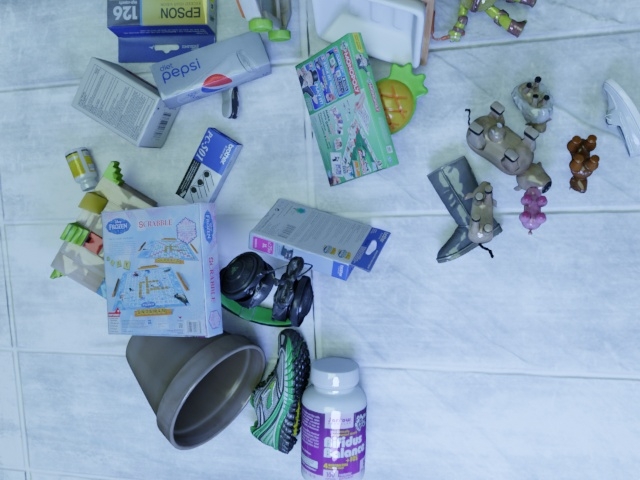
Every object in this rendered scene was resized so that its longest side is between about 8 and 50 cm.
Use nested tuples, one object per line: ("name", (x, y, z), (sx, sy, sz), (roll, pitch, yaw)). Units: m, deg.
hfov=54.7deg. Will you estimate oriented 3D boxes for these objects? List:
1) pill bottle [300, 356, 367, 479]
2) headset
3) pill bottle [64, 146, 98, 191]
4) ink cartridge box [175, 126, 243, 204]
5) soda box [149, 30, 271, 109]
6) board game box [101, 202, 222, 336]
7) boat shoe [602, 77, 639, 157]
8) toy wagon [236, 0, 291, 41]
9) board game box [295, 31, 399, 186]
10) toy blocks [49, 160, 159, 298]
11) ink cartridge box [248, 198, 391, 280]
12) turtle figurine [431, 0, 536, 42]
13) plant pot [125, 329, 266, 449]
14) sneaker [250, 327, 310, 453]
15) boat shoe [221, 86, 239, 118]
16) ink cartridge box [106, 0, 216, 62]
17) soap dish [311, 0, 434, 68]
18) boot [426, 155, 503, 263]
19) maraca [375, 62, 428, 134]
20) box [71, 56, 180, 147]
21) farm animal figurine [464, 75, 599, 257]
("pill bottle", (0.035, 0.464, 1.593), (0.169, 0.169, 0.301), (3, 98, 16))
("headset", (-0.130, 0.141, 1.506), (0.243, 0.185, 0.394), (25, 148, -14))
("pill bottle", (-0.678, -0.202, 1.767), (0.065, 0.065, 0.116), (-22, 90, 17))
("ink cartridge box", (-0.301, -0.191, 1.670), (0.097, 0.046, 0.207), (32, 104, 9))
("soda box", (-0.272, -0.429, 1.558), (0.286, 0.091, 0.098), (-19, 87, -3))
("board game box", (-0.396, 0.075, 1.531), (0.319, 0.066, 0.317), (-2, 91, 26))
("boat shoe", (0.668, -0.270, 1.377), (0.063, 0.066, 0.184), (-30, 98, 16))
("toy wagon", (-0.143, -0.612, 1.414), (0.068, 0.344, 0.267), (-2, 97, 18))
("board game box", (0.059, -0.307, 1.495), (0.213, 0.046, 0.317), (-13, 94, 51))
("toy blocks", (-0.547, 0.012, 1.714), (0.261, 0.191, 0.381), (32, 95, -3))
("ink cartridge box", (0.000, 0.000, 1.534), (0.311, 0.186, 0.065), (16, 126, 14))
("turtle figurine", (0.379, -0.565, 1.405), (0.217, 0.087, 0.269), (25, 103, 12))
("plant pot", (-0.353, 0.333, 1.641), (0.280, 0.323, 0.323), (35, 106, 26))
("sneaker", (-0.119, 0.396, 1.646), (0.146, 0.134, 0.343), (13, 101, 14))
("boat shoe", (-0.233, -0.382, 1.631), (0.046, 0.038, 0.125), (-4, 85, 41))
("ink cartridge box", (-0.423, -0.633, 1.639), (0.304, 0.072, 0.307), (4, 96, 15))
("soap dish", (0.124, -0.531, 1.418), (0.291, 0.229, 0.118), (22, 73, 13))
("boot", (0.316, -0.072, 1.493), (0.190, 0.076, 0.208), (-32, 94, 3))
("maraca", (0.174, -0.336, 1.482), (0.127, 0.099, 0.185), (37, 115, -5))
("box", (-0.520, -0.367, 1.668), (0.232, 0.127, 0.148), (32, 104, 10))
("farm animal figurine", (0.431, -0.161, 1.399), (0.330, 0.172, 0.326), (-29, 71, 2))
